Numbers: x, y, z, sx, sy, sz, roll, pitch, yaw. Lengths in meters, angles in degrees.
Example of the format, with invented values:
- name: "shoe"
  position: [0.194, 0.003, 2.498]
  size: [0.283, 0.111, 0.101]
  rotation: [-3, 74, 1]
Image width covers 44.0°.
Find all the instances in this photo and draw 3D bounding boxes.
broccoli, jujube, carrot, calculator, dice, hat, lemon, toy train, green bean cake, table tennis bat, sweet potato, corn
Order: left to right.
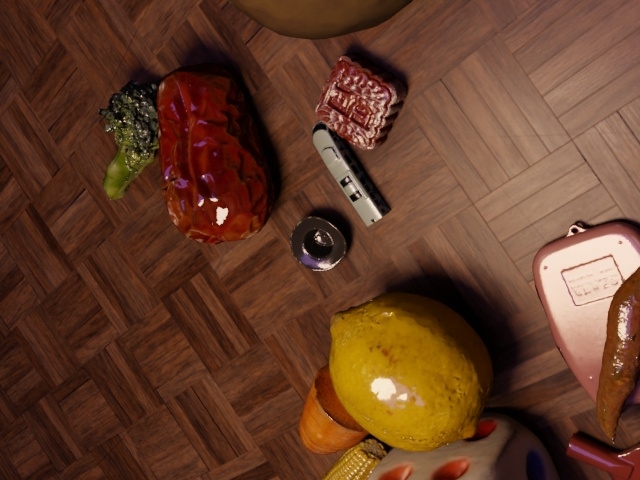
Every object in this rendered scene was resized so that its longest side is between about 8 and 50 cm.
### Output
- name: "broccoli"
  position: [-0.399, -0.190, 1.650]
  size: [0.145, 0.165, 0.304]
  rotation: [41, 137, 4]
- name: "jujube"
  position: [-0.205, -0.164, 1.493]
  size: [0.216, 0.216, 0.342]
  rotation: [-11, 90, 36]
- name: "hat"
  position: [0.000, 0.000, 1.501]
  size: [0.121, 0.050, 0.121]
  rotation: [10, 112, 25]
- name: "carrot"
  position: [0.018, 0.354, 1.579]
  size: [0.159, 0.159, 0.225]
  rotation: [45, 136, 10]
- name: "corn"
  position: [0.045, 0.524, 1.655]
  size: [0.106, 0.106, 0.305]
  rotation: [39, 121, 14]
- name: "toy train"
  position: [0.047, -0.124, 1.423]
  size: [0.043, 0.047, 0.207]
  rotation: [-33, 90, 40]
- name: "green bean cake"
  position: [0.066, -0.236, 1.359]
  size: [0.135, 0.056, 0.136]
  rotation: [35, 124, 16]
- name: "lemon"
  position: [0.149, 0.217, 1.361]
  size: [0.310, 0.258, 0.258]
  rotation: [35, 124, 10]
- name: "dice"
  position: [0.255, 0.501, 1.374]
  size: [0.277, 0.304, 0.304]
  rotation: [-19, 98, 38]
- name: "calculator"
  position: [0.463, 0.125, 1.248]
  size: [0.220, 0.048, 0.330]
  rotation: [-25, 92, 39]
- name: "sweet potato"
  position: [0.459, 0.170, 1.195]
  size: [0.066, 0.072, 0.314]
  rotation: [9, 108, 19]
- name: "table tennis bat"
  position: [0.561, 0.400, 1.303]
  size: [0.310, 0.038, 0.200]
  rotation: [21, 118, 22]

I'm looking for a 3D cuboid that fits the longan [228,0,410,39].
- name: "longan"
  position: [-0.013, -0.478, 1.136]
  size: [0.404, 0.336, 0.404]
  rotation: [9, 110, 26]
